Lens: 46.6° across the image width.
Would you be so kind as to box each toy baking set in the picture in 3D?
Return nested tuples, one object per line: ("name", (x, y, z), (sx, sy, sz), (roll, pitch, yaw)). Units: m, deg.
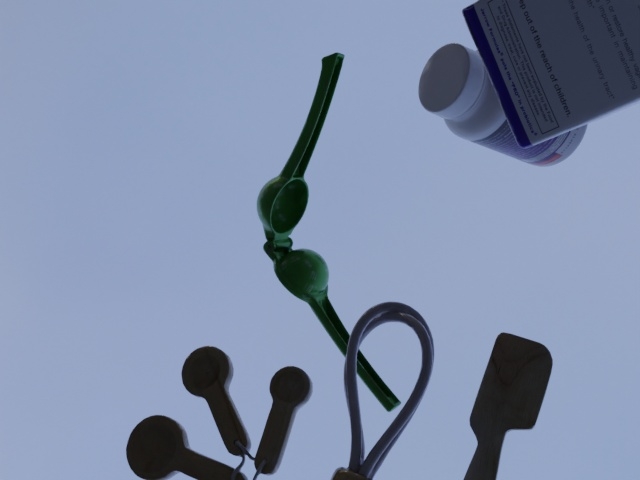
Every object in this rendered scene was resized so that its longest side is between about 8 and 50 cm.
("toy baking set", (-0.002, 0.133, 0.367), (0.256, 0.030, 0.196), (-13, -116, 12))

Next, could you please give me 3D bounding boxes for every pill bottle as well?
("pill bottle", (0.211, -0.159, 0.864), (0.108, 0.193, 0.108), (-24, -120, 50))

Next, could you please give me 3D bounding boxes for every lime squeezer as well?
("lime squeezer", (0.000, 0.000, 0.671), (0.110, 0.059, 0.310), (-10, -91, 19))

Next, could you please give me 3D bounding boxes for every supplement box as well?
("supplement box", (0.220, -0.154, 0.468), (0.220, 0.111, 0.114), (-25, -92, 52))
